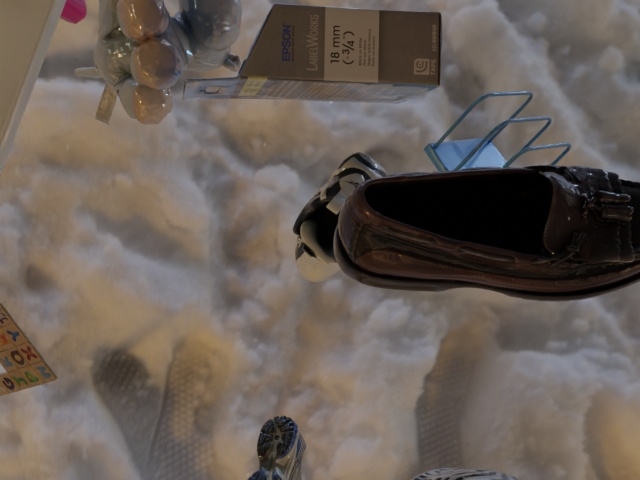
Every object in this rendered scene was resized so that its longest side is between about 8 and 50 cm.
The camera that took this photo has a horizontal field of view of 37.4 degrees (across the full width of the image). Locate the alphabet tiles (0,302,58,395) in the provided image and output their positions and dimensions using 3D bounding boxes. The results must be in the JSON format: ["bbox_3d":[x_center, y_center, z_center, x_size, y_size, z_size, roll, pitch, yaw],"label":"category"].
[{"bbox_3d":[-0.562,0.156,1.589,0.237,0.198,0.009,57,44,-15],"label":"alphabet tiles"}]

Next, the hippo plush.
[{"bbox_3d":[-0.231,-0.305,1.545,0.237,0.294,0.234,-15,64,-31],"label":"hippo plush"}]

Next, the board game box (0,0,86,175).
[{"bbox_3d":[-0.337,-0.059,0.510,0.390,0.050,0.390,21,91,15],"label":"board game box"}]

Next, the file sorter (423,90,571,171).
[{"bbox_3d":[0.227,-0.075,1.071,0.118,0.104,0.170,-10,61,-44],"label":"file sorter"}]

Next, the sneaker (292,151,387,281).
[{"bbox_3d":[0.000,0.000,1.311,0.094,0.235,0.153,40,42,2],"label":"sneaker"}]

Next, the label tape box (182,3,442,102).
[{"bbox_3d":[-0.023,-0.255,1.320,0.334,0.240,0.105,0,92,-9],"label":"label tape box"}]

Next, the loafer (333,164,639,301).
[{"bbox_3d":[0.163,-0.013,0.781,0.303,0.095,0.109,-3,61,-4],"label":"loafer"}]

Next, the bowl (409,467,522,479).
[{"bbox_3d":[0.135,0.237,0.712,0.170,0.080,0.170,14,50,-17],"label":"bowl"}]

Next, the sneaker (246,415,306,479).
[{"bbox_3d":[-0.043,0.250,0.958,0.052,0.058,0.135,0,54,32],"label":"sneaker"}]
